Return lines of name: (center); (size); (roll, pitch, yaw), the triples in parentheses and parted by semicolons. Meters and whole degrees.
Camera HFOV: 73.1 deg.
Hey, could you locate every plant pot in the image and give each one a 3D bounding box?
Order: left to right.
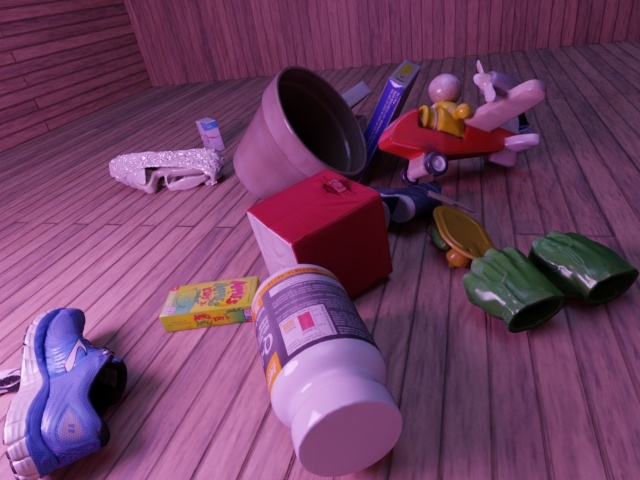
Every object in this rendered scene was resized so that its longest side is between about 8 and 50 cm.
plant pot: (-0.081, -0.250, 1.170); (0.280, 0.323, 0.323); (-30, 17, 36)

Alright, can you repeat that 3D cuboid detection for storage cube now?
storage cube: (0.000, 0.000, 0.841); (0.193, 0.214, 0.184); (-31, 37, -20)

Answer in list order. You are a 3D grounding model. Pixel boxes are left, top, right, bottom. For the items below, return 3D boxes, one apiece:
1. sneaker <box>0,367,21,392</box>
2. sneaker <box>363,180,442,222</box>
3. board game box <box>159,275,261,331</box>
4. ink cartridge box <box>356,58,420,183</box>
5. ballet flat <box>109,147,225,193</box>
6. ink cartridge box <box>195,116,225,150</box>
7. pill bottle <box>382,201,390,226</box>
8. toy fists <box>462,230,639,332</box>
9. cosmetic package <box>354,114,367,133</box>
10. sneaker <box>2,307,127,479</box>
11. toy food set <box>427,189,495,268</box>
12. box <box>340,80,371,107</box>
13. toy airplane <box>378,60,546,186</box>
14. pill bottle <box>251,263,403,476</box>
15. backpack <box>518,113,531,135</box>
sneaker: (-0.566, 0.251, 0.761); (0.109, 0.040, 0.043); (-9, 15, -5)
sneaker: (0.197, -0.101, 1.072); (0.164, 0.086, 0.226); (-18, 23, -30)
board game box: (-0.212, 0.124, 0.853); (0.182, 0.043, 0.092); (-8, 31, 3)
ink cartridge box: (0.177, -0.343, 1.264); (0.072, 0.303, 0.307); (30, 40, 6)
ballet flat: (-0.520, -0.224, 1.431); (0.409, 0.146, 0.147); (-6, 32, 7)
ink cartridge box: (-0.439, -0.420, 1.721); (0.052, 0.122, 0.089); (-32, 37, -26)
pill bottle: (0.067, -0.070, 1.027); (0.108, 0.107, 0.180); (-27, 36, -26)
toy fists: (0.382, 0.062, 0.744); (0.279, 0.096, 0.142); (-15, 42, -12)
cosmetic package: (0.078, -0.327, 1.434); (0.086, 0.117, 0.231); (11, 38, 29)
sneaker: (-0.392, 0.222, 0.697); (0.147, 0.129, 0.330); (-7, 32, -24)
toy food set: (0.284, -0.007, 0.914); (0.128, 0.071, 0.217); (18, 35, -11)
box: (0.003, -0.401, 1.473); (0.322, 0.058, 0.232); (-28, 14, 42)
toy airplane: (0.372, -0.308, 1.135); (0.386, 0.272, 0.384); (-14, -3, 25)
pill bottle: (-0.002, 0.166, 0.614); (0.162, 0.162, 0.278); (-15, 31, -9)
backpack: (0.529, -0.345, 1.331); (0.158, 0.116, 0.173); (-17, 0, -40)
